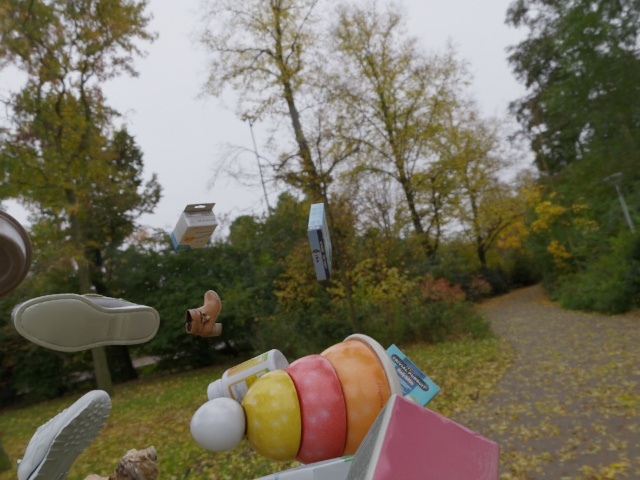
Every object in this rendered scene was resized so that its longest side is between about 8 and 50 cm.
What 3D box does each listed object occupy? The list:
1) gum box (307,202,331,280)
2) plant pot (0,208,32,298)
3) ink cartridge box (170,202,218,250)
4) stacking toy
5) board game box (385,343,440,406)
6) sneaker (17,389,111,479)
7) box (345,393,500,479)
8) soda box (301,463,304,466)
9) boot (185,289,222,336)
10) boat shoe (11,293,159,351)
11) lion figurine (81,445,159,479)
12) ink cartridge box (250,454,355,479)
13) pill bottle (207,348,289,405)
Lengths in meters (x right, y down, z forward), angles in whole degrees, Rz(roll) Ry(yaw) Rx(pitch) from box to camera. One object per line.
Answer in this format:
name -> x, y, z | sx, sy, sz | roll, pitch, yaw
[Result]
gum box -> 0.000, 0.000, 1.392 | 0.041, 0.157, 0.184 | -8, 26, 5
plant pot -> -0.819, 0.039, 1.162 | 0.263, 0.263, 0.229 | -4, 7, -42
ink cartridge box -> -0.400, -0.043, 1.560 | 0.104, 0.061, 0.181 | -8, -28, -39
stacking toy -> -0.071, 0.410, 1.181 | 0.480, 0.351, 0.350 | 3, -14, -24
board game box -> 0.254, 0.597, 1.869 | 0.336, 0.254, 0.079 | -31, -29, -31
sneaker -> -0.502, 0.375, 0.939 | 0.235, 0.095, 0.090 | -51, -38, -3
box -> 0.076, 0.298, 0.466 | 0.232, 0.127, 0.149 | -57, -11, -52
soda box -> -0.001, 0.903, 1.780 | 0.083, 0.092, 0.263 | -25, 29, -2
boot -> -0.461, 0.278, 1.896 | 0.073, 0.197, 0.152 | -32, -29, 28
boat shoe -> -0.508, 0.171, 1.055 | 0.096, 0.117, 0.324 | 8, -4, 34
lion figurine -> -0.680, 0.815, 1.600 | 0.392, 0.240, 0.142 | -22, 28, 12
ink cartridge box -> -0.013, 0.462, 0.898 | 0.154, 0.093, 0.212 | 7, -28, -41
pill bottle -> -0.222, 0.448, 1.521 | 0.245, 0.136, 0.136 | -26, -11, 11
